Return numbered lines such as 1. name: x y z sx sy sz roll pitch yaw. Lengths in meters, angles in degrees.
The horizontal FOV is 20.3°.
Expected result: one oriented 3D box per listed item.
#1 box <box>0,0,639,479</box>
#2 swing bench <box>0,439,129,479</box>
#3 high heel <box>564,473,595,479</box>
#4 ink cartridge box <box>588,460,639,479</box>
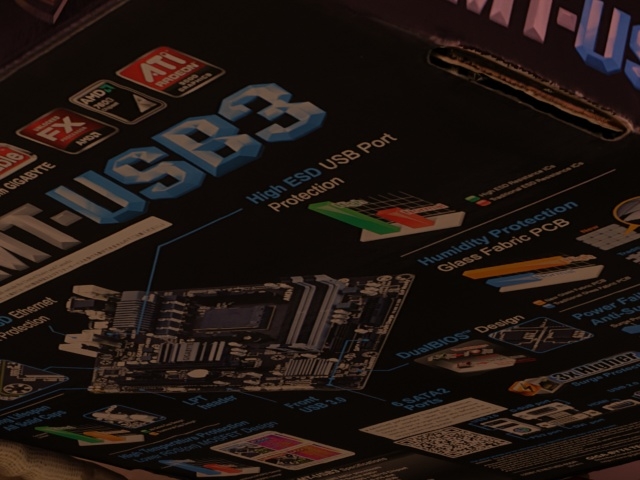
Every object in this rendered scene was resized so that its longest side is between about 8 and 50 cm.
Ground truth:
1. box: 0.000 0.000 0.484 0.293 0.073 0.295 20 151 -35
2. swing bench: -0.223 0.156 0.565 0.165 0.254 0.253 -13 149 40
3. high heel: 0.112 0.123 0.637 0.117 0.244 0.082 -4 108 -44
4. ink cartridge box: 0.196 0.207 0.800 0.171 0.168 0.233 -27 140 18
